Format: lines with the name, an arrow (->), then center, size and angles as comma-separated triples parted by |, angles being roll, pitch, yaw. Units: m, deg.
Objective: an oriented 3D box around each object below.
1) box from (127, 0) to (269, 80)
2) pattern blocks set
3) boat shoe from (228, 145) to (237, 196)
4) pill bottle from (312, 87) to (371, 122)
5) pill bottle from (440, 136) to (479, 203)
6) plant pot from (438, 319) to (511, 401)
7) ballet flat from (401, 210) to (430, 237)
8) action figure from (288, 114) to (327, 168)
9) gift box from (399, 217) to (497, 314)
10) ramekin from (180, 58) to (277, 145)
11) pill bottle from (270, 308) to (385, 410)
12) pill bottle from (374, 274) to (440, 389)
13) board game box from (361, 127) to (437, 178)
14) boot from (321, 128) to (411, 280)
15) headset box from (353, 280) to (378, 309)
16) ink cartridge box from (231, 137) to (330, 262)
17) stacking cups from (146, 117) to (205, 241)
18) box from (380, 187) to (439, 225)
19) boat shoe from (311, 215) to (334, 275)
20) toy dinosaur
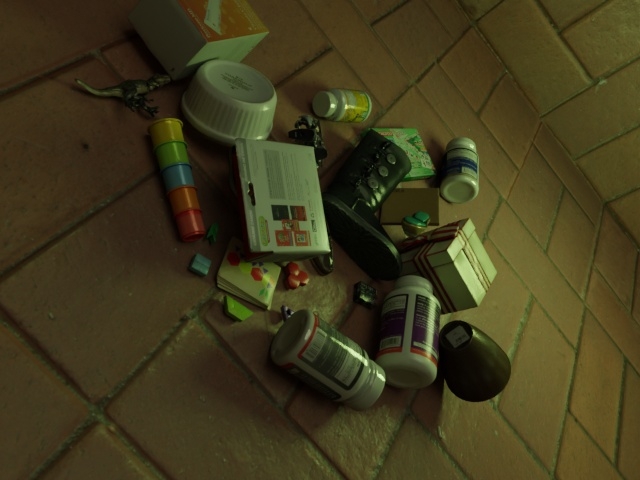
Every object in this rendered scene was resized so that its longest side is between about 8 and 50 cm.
box -> -0.342, -0.624, 1.718 | 0.215, 0.168, 0.345 | 53, 34, -5
pattern blocks set -> -0.188, 0.091, 1.583 | 0.325, 0.026, 0.285 | 42, 44, -17
boat shoe -> -0.216, -0.207, 1.689 | 0.065, 0.083, 0.183 | 6, 62, -40
pill bottle -> 0.074, -0.478, 2.098 | 0.208, 0.117, 0.117 | -9, 73, -46
pill bottle -> 0.574, -0.293, 2.433 | 0.153, 0.153, 0.264 | 34, 47, -24
plant pot -> 0.456, 0.353, 1.842 | 0.230, 0.215, 0.215 | 54, 36, -41
ballet flat -> 0.307, -0.042, 1.911 | 0.080, 0.073, 0.232 | 26, 18, 17
action figure -> -0.033, -0.302, 1.850 | 0.285, 0.099, 0.185 | -78, 153, -81
gift box -> 0.415, 0.075, 2.009 | 0.258, 0.255, 0.276 | 58, 38, -13
ramekin -> -0.248, -0.399, 1.676 | 0.273, 0.127, 0.273 | 17, 41, -15
pill bottle -> 0.023, 0.318, 1.550 | 0.283, 0.161, 0.161 | 38, 46, -21
pill bottle -> 0.269, 0.271, 1.793 | 0.181, 0.181, 0.323 | 35, 47, -24
board game box -> 0.309, -0.331, 2.287 | 0.317, 0.046, 0.213 | -11, 74, -46
boot -> 0.200, -0.131, 1.989 | 0.367, 0.146, 0.445 | 46, 44, -12
headset box -> 0.144, 0.173, 1.844 | 0.083, 0.032, 0.062 | 29, 50, -29
ink cartridge box -> -0.134, -0.103, 1.597 | 0.272, 0.130, 0.309 | 1, 76, -43
stacking cups -> -0.369, -0.151, 1.524 | 0.096, 0.096, 0.316 | -4, 74, -44
box -> 0.316, -0.119, 2.084 | 0.021, 0.201, 0.164 | 79, 15, -52
boat shoe -> 0.000, 0.000, 1.782 | 0.073, 0.073, 0.207 | -6, 72, -46
toy dinosaur -> -0.492, -0.382, 1.550 | 0.118, 0.064, 0.268 | 50, 39, 15
